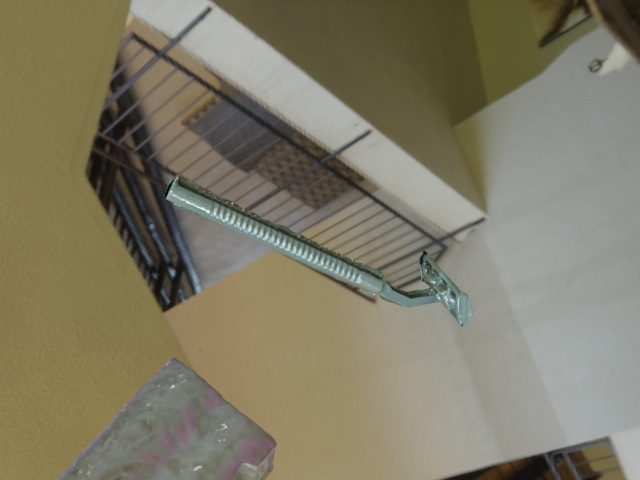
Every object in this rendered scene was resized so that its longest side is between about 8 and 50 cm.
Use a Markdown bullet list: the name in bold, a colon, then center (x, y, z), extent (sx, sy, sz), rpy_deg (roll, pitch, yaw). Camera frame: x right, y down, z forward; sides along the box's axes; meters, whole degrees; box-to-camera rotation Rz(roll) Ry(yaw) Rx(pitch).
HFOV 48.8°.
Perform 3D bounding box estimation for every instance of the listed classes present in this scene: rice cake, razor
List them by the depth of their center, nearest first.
- **rice cake**: center (-0.144, 0.199, 0.397), extent (0.106, 0.050, 0.298), rpy_deg (30, -126, 20)
- **razor**: center (-0.003, 0.006, 0.474), extent (0.211, 0.035, 0.084), rpy_deg (19, -168, -13)
